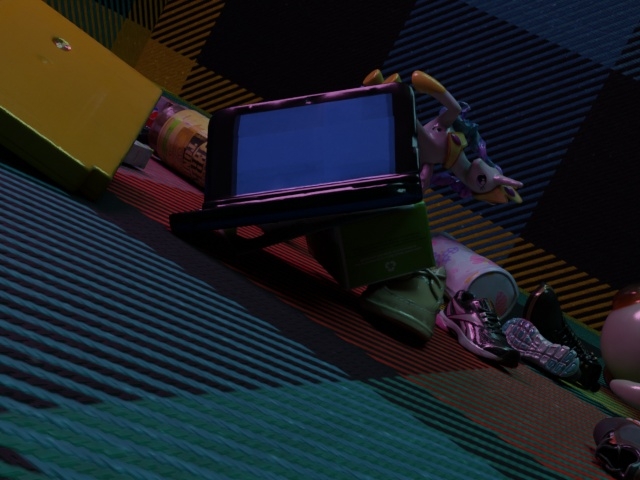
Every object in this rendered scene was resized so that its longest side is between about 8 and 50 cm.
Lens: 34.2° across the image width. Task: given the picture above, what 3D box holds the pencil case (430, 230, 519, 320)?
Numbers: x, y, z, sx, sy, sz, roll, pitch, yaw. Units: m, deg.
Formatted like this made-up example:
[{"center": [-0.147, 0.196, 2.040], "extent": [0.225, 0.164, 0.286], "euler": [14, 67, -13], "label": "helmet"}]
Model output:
[{"center": [0.268, 0.068, 2.014], "extent": [0.124, 0.113, 0.273], "euler": [4, 15, -23], "label": "pencil case"}]

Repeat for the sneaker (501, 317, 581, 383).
[{"center": [0.373, 0.193, 1.760], "extent": [0.166, 0.065, 0.076], "euler": [38, -5, 43], "label": "sneaker"}]

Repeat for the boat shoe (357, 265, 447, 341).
[{"center": [0.123, 0.066, 1.443], "extent": [0.109, 0.098, 0.302], "euler": [28, 6, 3], "label": "boat shoe"}]

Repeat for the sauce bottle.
[{"center": [-0.148, -0.120, 1.735], "extent": [0.344, 0.111, 0.111], "euler": [31, 6, 36], "label": "sauce bottle"}]

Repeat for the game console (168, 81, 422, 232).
[{"center": [-0.028, -0.112, 1.312], "extent": [0.293, 0.173, 0.250], "euler": [-8, 0, 11], "label": "game console"}]

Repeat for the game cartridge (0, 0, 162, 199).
[{"center": [-0.345, -0.198, 1.252], "extent": [0.285, 0.052, 0.323], "euler": [36, 24, -13], "label": "game cartridge"}]

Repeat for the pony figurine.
[{"center": [0.192, -0.167, 2.080], "extent": [0.363, 0.302, 0.351], "euler": [44, -32, -17], "label": "pony figurine"}]

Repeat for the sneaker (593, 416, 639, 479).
[{"center": [0.346, 0.239, 1.203], "extent": [0.065, 0.061, 0.158], "euler": [20, 7, -13], "label": "sneaker"}]

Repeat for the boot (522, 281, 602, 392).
[{"center": [0.426, 0.166, 1.789], "extent": [0.137, 0.077, 0.198], "euler": [39, -16, 39], "label": "boot"}]

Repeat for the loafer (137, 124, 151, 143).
[{"center": [-0.386, -0.237, 1.803], "extent": [0.223, 0.078, 0.076], "euler": [27, 7, -11], "label": "loafer"}]

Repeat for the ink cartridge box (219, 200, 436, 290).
[{"center": [0.000, 0.000, 1.414], "extent": [0.255, 0.097, 0.189], "euler": [-16, 20, -11], "label": "ink cartridge box"}]

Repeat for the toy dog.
[{"center": [0.652, 0.236, 1.836], "extent": [0.396, 0.284, 0.408], "euler": [-10, 17, -9], "label": "toy dog"}]

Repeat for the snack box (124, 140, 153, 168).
[{"center": [-0.336, -0.160, 1.574], "extent": [0.141, 0.037, 0.100], "euler": [30, 5, 26], "label": "snack box"}]

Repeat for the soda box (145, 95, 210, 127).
[{"center": [-0.255, -0.209, 2.081], "extent": [0.083, 0.092, 0.263], "euler": [34, 8, 39], "label": "soda box"}]

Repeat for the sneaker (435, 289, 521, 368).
[{"center": [0.241, 0.126, 1.571], "extent": [0.072, 0.077, 0.178], "euler": [22, 9, -38], "label": "sneaker"}]
